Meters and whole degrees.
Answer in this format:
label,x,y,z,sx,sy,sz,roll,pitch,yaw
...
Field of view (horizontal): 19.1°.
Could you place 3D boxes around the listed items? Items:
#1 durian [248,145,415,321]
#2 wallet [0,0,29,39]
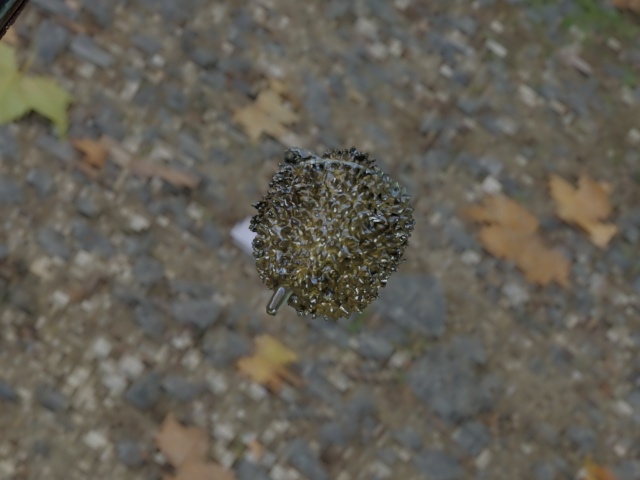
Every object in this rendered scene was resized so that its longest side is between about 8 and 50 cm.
label,x,y,z,sx,sy,sz,roll,pitch,yaw
durian,0.000,0.000,0.838,0.080,0.080,0.091,35,65,1
wallet,-0.253,-0.158,1.093,0.232,0.122,0.031,26,-15,37
